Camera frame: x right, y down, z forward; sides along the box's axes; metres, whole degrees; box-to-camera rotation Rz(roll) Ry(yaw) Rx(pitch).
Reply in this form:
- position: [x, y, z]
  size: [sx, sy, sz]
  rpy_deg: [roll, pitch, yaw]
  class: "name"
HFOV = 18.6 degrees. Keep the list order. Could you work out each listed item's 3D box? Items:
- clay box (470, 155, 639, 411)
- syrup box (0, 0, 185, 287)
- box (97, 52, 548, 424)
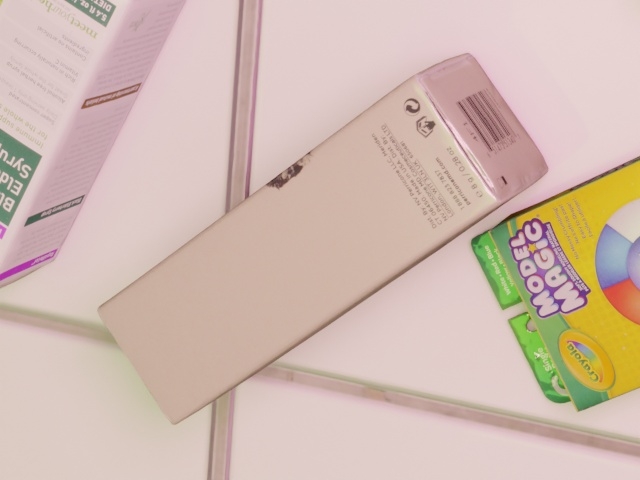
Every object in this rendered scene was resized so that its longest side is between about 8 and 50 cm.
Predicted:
- position: [0.202, 0.014, 1.173]
  size: [0.222, 0.053, 0.127]
  rpy_deg: [-26, 91, 25]
  class: "clay box"
- position: [-0.189, -0.090, 1.289]
  size: [0.093, 0.096, 0.237]
  rpy_deg: [35, 113, 11]
  class: "syrup box"
- position: [0.000, 0.000, 1.224]
  size: [0.275, 0.113, 0.094]
  rpy_deg: [-35, 88, 25]
  class: "box"
